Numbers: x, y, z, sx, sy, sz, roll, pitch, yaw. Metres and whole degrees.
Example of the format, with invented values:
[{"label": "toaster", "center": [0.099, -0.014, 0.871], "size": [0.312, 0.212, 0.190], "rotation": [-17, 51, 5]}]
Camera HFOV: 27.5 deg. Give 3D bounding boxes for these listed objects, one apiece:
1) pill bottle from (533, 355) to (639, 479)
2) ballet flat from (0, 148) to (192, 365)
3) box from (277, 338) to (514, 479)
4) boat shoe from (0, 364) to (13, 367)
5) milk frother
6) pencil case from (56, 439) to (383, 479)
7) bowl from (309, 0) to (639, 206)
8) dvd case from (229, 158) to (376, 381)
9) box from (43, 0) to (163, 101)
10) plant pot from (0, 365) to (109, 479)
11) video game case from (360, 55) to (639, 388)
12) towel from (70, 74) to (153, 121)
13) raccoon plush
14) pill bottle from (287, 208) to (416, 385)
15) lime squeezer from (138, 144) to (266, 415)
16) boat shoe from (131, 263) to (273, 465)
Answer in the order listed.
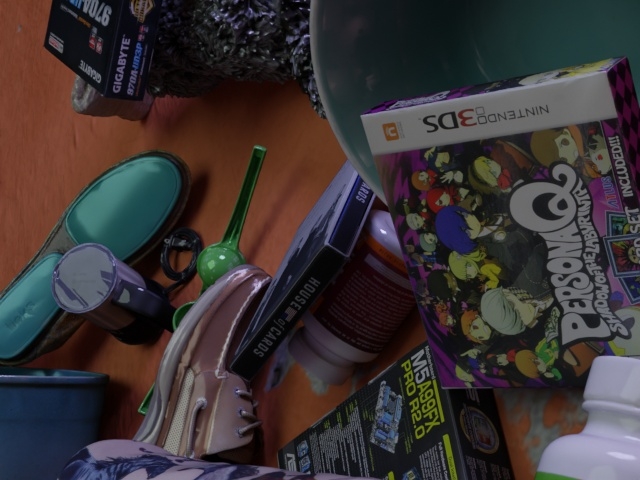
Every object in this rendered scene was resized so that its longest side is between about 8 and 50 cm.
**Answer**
[{"label": "pill bottle", "center": [0.194, 0.205, 0.833], "size": [0.136, 0.136, 0.245], "rotation": [2, 72, 55]}, {"label": "ballet flat", "center": [-0.284, 0.020, 1.628], "size": [0.348, 0.123, 0.123], "rotation": [-45, 37, 8]}, {"label": "box", "center": [0.065, 0.244, 1.060], "size": [0.216, 0.060, 0.270], "rotation": [-41, 41, 32]}, {"label": "boat shoe", "center": [-0.469, 0.144, 1.714], "size": [0.319, 0.116, 0.099], "rotation": [62, -152, -83]}, {"label": "milk frother", "center": [-0.215, 0.035, 1.505], "size": [0.129, 0.135, 0.143], "rotation": [-1, 70, 20]}, {"label": "pencil case", "center": [-0.075, 0.250, 1.029], "size": [0.410, 0.183, 0.159], "rotation": [-4, 91, 53]}, {"label": "bowl", "center": [0.163, -0.153, 1.005], "size": [0.312, 0.163, 0.311], "rotation": [17, 120, 32]}, {"label": "dvd case", "center": [0.000, 0.000, 1.207], "size": [0.179, 0.030, 0.238], "rotation": [-53, 7, 37]}, {"label": "box", "center": [-0.242, -0.270, 1.467], "size": [0.220, 0.051, 0.175], "rotation": [39, 120, 53]}, {"label": "plant pot", "center": [-0.387, 0.276, 1.510], "size": [0.272, 0.272, 0.255], "rotation": [-2, 84, 54]}, {"label": "video game case", "center": [0.150, -0.003, 0.949], "size": [0.210, 0.042, 0.232], "rotation": [-5, 108, 41]}, {"label": "towel", "center": [-0.238, -0.292, 1.681], "size": [0.049, 0.187, 0.282], "rotation": [20, 98, 15]}, {"label": "raccoon plush", "center": [-0.113, -0.190, 1.456], "size": [0.299, 0.216, 0.446], "rotation": [-55, 35, 31]}, {"label": "pill bottle", "center": [0.037, 0.054, 1.187], "size": [0.152, 0.086, 0.086], "rotation": [-56, 35, 16]}, {"label": "lime squeezer", "center": [-0.125, 0.048, 1.407], "size": [0.059, 0.110, 0.310], "rotation": [18, 76, 22]}, {"label": "boat shoe", "center": [-0.108, 0.183, 1.308], "size": [0.116, 0.123, 0.324], "rotation": [22, 85, 23]}]
